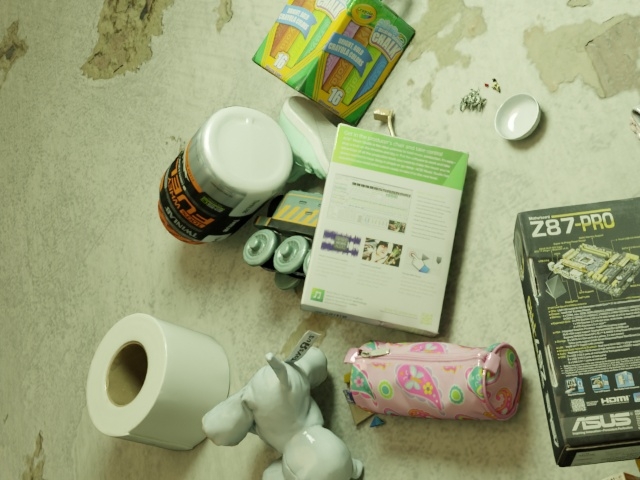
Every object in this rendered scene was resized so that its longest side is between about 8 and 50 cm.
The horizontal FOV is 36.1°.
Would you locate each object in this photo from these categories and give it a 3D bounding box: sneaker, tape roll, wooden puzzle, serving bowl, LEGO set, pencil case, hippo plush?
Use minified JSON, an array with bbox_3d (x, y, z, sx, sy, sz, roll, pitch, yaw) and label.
[{"bbox_3d":[-0.003,-0.145,1.907,0.256,0.094,0.151,53,140,26],"label":"sneaker"},{"bbox_3d":[-0.322,0.281,1.939,0.246,0.169,0.246,-19,60,37],"label":"tape roll"},{"bbox_3d":[0.076,0.270,1.677,0.078,0.014,0.116,-35,50,33],"label":"wooden puzzle"},{"bbox_3d":[0.333,-0.202,1.637,0.083,0.027,0.083,-20,58,36],"label":"serving bowl"},{"bbox_3d":[0.274,-0.255,1.720,0.083,0.023,0.054,-49,45,16],"label":"LEGO set"},{"bbox_3d":[0.172,0.215,1.532,0.284,0.124,0.124,-3,70,42],"label":"pencil case"},{"bbox_3d":[-0.024,0.316,1.655,0.237,0.234,0.294,54,130,11],"label":"hippo plush"}]

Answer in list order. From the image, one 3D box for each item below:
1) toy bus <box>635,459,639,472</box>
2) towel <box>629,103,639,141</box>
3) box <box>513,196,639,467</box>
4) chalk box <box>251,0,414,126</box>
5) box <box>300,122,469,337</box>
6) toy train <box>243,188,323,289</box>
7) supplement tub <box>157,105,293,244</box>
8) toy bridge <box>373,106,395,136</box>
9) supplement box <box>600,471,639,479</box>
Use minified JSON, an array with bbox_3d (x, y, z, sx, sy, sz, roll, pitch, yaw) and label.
[{"bbox_3d":[0.456,0.161,1.293,0.130,0.108,0.333,-22,58,35],"label":"toy bus"},{"bbox_3d":[0.598,-0.104,1.207,0.316,0.053,0.332,-20,52,-7],"label":"towel"},{"bbox_3d":[0.456,0.093,1.191,0.394,0.097,0.318,-8,63,3],"label":"box"},{"bbox_3d":[0.042,-0.406,1.900,0.180,0.179,0.289,39,99,45],"label":"chalk box"},{"bbox_3d":[0.109,-0.018,1.641,0.058,0.232,0.322,112,170,-77],"label":"box"},{"bbox_3d":[0.000,0.000,1.796,0.333,0.142,0.190,11,67,48],"label":"toy train"},{"bbox_3d":[-0.201,-0.116,1.944,0.316,0.193,0.194,-39,44,55],"label":"supplement tub"},{"bbox_3d":[0.108,-0.165,1.816,0.063,0.026,0.188,13,65,13],"label":"toy bridge"},{"bbox_3d":[0.409,0.358,1.281,0.036,0.062,0.099,-32,53,30],"label":"supplement box"}]
